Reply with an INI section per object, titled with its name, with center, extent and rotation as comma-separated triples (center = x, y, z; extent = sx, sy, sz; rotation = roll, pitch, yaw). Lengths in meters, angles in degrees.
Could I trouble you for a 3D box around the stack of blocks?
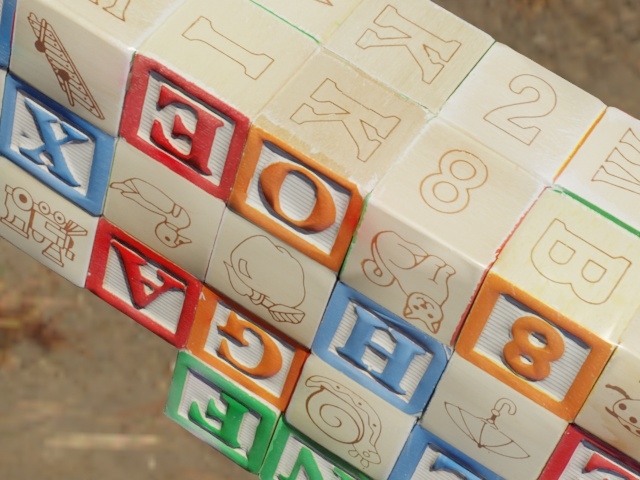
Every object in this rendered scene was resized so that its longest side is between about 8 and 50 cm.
[stack of blocks]
center = 0.000, 0.000, 0.668
extent = 0.297, 0.087, 0.171
rotation = 32, 142, 10
